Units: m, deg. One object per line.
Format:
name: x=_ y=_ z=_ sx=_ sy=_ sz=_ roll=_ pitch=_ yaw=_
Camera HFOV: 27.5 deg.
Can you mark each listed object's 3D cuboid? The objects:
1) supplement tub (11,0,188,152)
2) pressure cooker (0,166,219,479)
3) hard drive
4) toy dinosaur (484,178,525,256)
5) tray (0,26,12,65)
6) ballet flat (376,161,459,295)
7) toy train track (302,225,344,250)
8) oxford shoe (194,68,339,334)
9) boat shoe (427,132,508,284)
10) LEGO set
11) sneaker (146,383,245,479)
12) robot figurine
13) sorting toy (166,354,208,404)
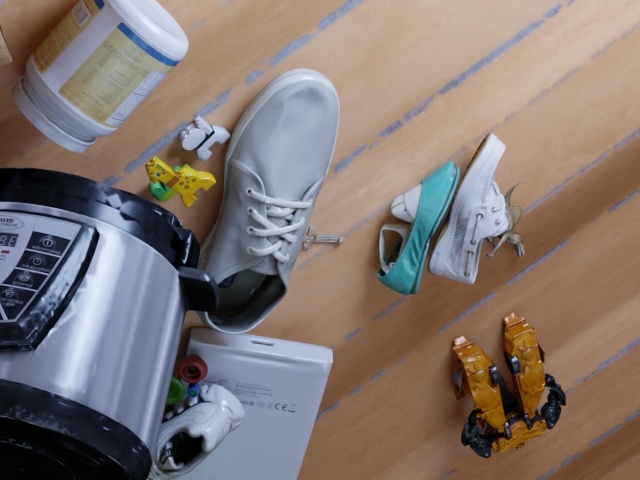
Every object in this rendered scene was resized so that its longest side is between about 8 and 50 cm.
supplement tub: x=-0.281 y=-0.224 z=1.660 sx=0.200 sy=0.144 sz=0.144 roll=-44 pitch=131 yaw=14
pressure cooker: x=-0.366 y=0.103 z=1.695 sx=0.370 sy=0.420 sz=0.376 roll=31 pitch=143 yaw=-30
hard drive: x=-0.132 y=0.307 z=2.178 sx=0.233 sy=0.047 sz=0.353 roll=10 pitch=123 yaw=-9
toy dinosaur: x=0.297 y=-0.033 z=2.149 sx=0.093 sy=0.053 sz=0.183 roll=-35 pitch=142 yaw=-16
tray: x=-0.576 y=-0.214 z=1.494 sx=0.411 sy=0.202 sz=0.076 roll=-19 pitch=133 yaw=-9
ballet flat: x=0.143 y=-0.021 z=2.060 sx=0.087 sy=0.083 sz=0.247 roll=15 pitch=121 yaw=-4
toy train track: x=0.000 y=0.000 z=2.054 sx=0.083 sy=0.014 sz=0.048 roll=1 pitch=126 yaw=-26
oxford shoe: x=-0.075 y=-0.041 z=1.913 sx=0.169 sy=0.130 sz=0.449 roll=9 pitch=121 yaw=-28
boat shoe: x=0.253 y=-0.045 z=2.057 sx=0.096 sy=0.098 sz=0.277 roll=24 pitch=131 yaw=9
LEGO set: x=-0.229 y=-0.082 z=1.836 sx=0.227 sy=0.087 sz=0.093 roll=-43 pitch=131 yaw=11
sneaker: x=-0.249 y=0.340 z=2.101 sx=0.110 sy=0.118 sz=0.292 roll=43 pitch=124 yaw=-11
robot figurine: x=0.336 y=0.272 z=2.376 sx=0.211 sy=0.085 sz=0.291 roll=-23 pitch=131 yaw=-6
sorting toy: x=-0.216 y=0.216 z=2.061 sx=0.102 sy=0.042 sz=0.061 roll=-38 pitch=109 yaw=19
